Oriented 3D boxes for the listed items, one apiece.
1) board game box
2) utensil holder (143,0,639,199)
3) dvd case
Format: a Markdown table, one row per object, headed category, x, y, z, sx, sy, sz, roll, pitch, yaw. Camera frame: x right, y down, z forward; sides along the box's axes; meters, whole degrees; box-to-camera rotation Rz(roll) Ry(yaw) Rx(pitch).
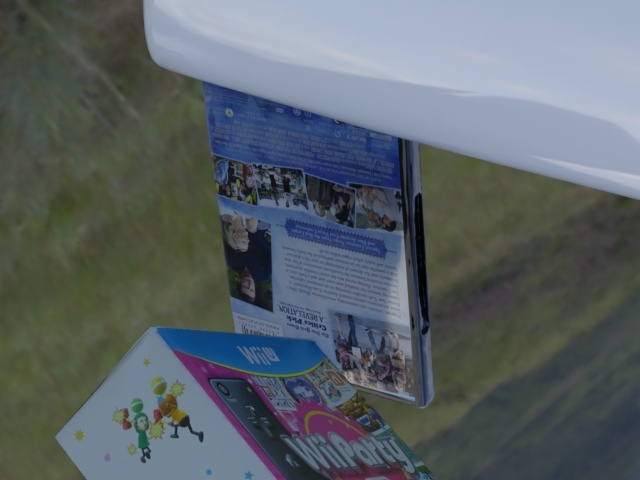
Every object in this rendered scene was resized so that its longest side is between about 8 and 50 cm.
| category | x | y | z | sx | sy | sz | roll | pitch | yaw |
| --- | --- | --- | --- | --- | --- | --- | --- | --- | --- |
| board game box | 0.014 | 0.193 | 0.933 | 0.097 | 0.303 | 0.224 | -48 | 158 | 13 |
| utensil holder | 0.141 | -0.180 | 0.730 | 0.327 | 0.385 | 0.327 | 13 | 90 | -89 |
| dvd case | 0.000 | 0.000 | 1.192 | 0.022 | 0.180 | 0.253 | -40 | 134 | -46 |
